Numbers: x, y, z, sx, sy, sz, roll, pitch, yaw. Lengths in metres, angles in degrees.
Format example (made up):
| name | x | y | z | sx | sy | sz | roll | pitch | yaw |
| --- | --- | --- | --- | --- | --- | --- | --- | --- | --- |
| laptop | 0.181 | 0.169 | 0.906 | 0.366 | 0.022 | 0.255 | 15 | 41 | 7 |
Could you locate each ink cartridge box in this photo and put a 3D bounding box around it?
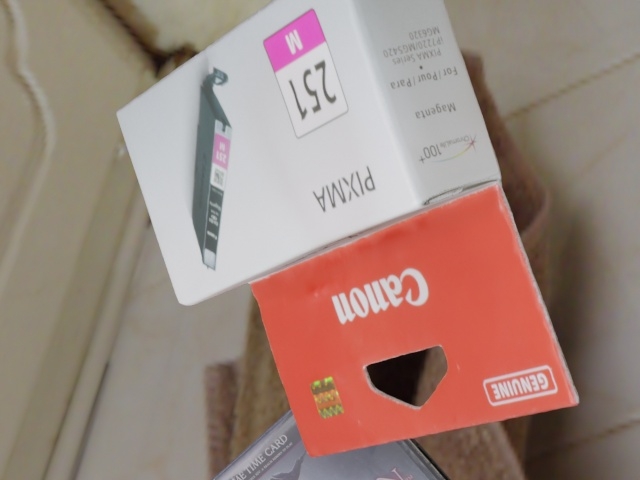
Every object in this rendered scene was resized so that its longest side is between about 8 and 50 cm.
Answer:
| name | x | y | z | sx | sy | sz | roll | pitch | yaw |
| --- | --- | --- | --- | --- | --- | --- | --- | --- | --- |
| ink cartridge box | 0.000 | 0.000 | 0.904 | 0.275 | 0.060 | 0.239 | -23 | 84 | 58 |

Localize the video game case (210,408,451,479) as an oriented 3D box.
| name | x | y | z | sx | sy | sz | roll | pitch | yaw |
| --- | --- | --- | --- | --- | --- | --- | --- | --- | --- |
| video game case | 0.035 | 0.247 | 1.101 | 0.196 | 0.026 | 0.274 | -42 | 86 | 7 |
